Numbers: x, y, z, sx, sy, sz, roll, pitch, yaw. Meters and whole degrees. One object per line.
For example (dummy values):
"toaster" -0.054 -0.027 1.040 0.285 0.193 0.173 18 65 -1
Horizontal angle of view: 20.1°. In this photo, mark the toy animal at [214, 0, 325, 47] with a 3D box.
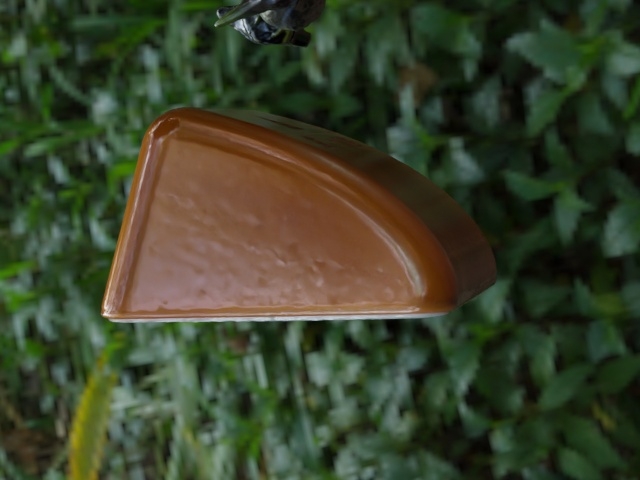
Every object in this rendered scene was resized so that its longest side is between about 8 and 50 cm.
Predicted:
"toy animal" -0.025 -0.185 1.336 0.070 0.202 0.105 42 97 -1

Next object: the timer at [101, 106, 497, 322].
"timer" 0.000 0.000 1.352 0.250 0.257 0.161 14 96 12
